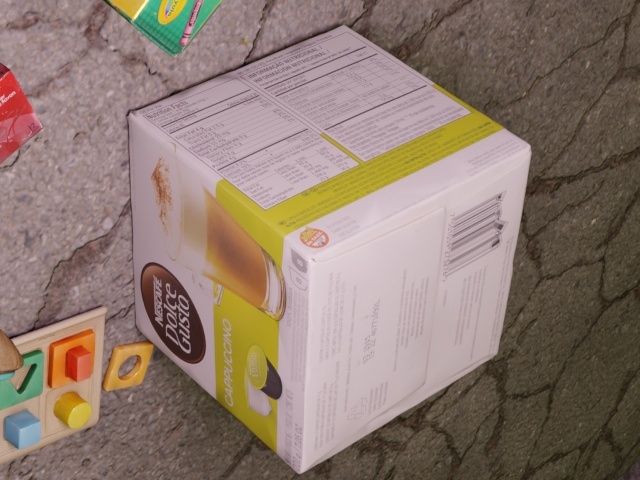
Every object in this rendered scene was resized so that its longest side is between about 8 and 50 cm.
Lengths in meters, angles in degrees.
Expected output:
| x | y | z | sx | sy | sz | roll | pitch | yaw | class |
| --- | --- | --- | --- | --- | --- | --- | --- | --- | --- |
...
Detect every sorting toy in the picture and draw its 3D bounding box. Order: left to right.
| x | y | z | sx | sy | sz | roll | pitch | yaw | class |
| --- | --- | --- | --- | --- | --- | --- | --- | --- | --- |
| -0.327 | 0.185 | 1.778 | 0.348 | 0.047 | 0.196 | -20 | 133 | -41 | sorting toy |

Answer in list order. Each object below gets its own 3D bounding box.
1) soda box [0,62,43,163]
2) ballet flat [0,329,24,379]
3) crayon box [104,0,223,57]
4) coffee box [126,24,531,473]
| x | y | z | sx | sy | sz | roll | pitch | yaw | class |
| --- | --- | --- | --- | --- | --- | --- | --- | --- | --- |
| -0.402 | -0.072 | 1.429 | 0.263 | 0.083 | 0.092 | -44 | 146 | -17 | soda box |
| -0.444 | 0.091 | 1.520 | 0.342 | 0.116 | 0.124 | -1 | 100 | -46 | ballet flat |
| -0.109 | -0.321 | 1.293 | 0.278 | 0.165 | 0.081 | -51 | 148 | 4 | crayon box |
| 0.000 | 0.000 | 1.764 | 0.338 | 0.334 | 0.337 | -27 | 139 | -32 | coffee box |
